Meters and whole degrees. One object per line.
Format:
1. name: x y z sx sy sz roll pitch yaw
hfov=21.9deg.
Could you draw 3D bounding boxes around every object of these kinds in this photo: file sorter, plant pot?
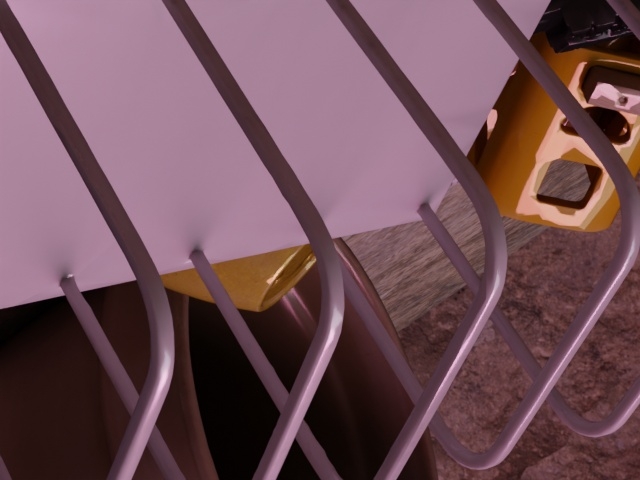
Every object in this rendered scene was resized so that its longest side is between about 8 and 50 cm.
1. file sorter: 0.000 0.000 0.648 0.278 0.173 0.193 -12 145 -31
2. plant pot: -0.043 -0.020 0.837 0.134 0.095 0.134 -48 172 -9
3. plant pot: -0.113 0.153 1.090 0.280 0.323 0.323 -20 177 25

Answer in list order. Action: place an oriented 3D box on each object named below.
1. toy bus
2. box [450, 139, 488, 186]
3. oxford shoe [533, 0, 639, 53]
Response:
1. toy bus: 0.148 -0.100 0.885 0.191 0.202 0.104 -26 -142 15
2. box: 0.192 -0.147 1.110 0.290 0.087 0.169 -26 168 -42
3. oxford shoe: 0.061 -0.130 0.795 0.227 0.096 0.083 -13 178 -10
